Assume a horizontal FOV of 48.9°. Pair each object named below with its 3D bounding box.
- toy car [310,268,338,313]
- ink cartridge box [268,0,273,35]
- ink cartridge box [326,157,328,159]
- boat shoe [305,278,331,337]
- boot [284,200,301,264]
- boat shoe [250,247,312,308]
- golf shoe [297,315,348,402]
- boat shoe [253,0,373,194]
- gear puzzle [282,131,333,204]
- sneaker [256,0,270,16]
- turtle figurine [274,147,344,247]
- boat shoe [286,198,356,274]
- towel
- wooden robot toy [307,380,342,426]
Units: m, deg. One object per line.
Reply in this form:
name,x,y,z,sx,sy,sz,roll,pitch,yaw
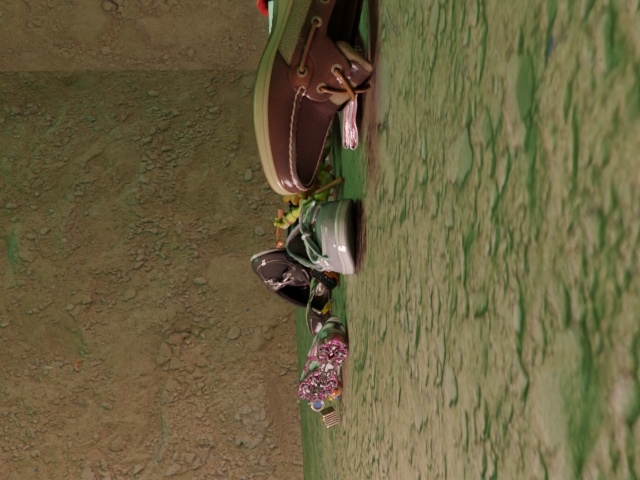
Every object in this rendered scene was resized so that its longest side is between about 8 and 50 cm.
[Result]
toy car,0.007,0.089,1.405,0.040,0.060,0.122,-55,-13,-38
ink cartridge box,-0.029,-0.339,1.236,0.146,0.045,0.179,6,97,40
ink cartridge box,-0.030,-0.269,1.459,0.046,0.097,0.207,-100,10,-61
boat shoe,-0.005,0.148,1.534,0.049,0.056,0.152,-90,0,-76
boot,-0.037,-0.057,1.601,0.246,0.094,0.207,80,-170,-76
boat shoe,-0.075,0.099,1.779,0.095,0.112,0.335,69,-170,20
golf shoe,0.008,0.223,1.302,0.086,0.068,0.186,-87,17,-55
boat shoe,0.005,-0.222,0.889,0.123,0.123,0.341,3,-83,-64
gear puzzle,-0.053,-0.229,1.311,0.044,0.176,0.338,18,-111,-50
sneaker,-0.052,-0.494,1.261,0.118,0.107,0.279,-57,2,-23
turtle figurine,-0.012,-0.111,1.376,0.269,0.087,0.217,134,142,-52
boat shoe,0.000,-0.002,1.152,0.320,0.103,0.118,159,109,-85
towel,0.043,-0.244,1.048,0.197,0.029,0.144,-94,5,-52
wooden robot toy,0.010,0.288,1.363,0.079,0.076,0.173,-143,51,-70
